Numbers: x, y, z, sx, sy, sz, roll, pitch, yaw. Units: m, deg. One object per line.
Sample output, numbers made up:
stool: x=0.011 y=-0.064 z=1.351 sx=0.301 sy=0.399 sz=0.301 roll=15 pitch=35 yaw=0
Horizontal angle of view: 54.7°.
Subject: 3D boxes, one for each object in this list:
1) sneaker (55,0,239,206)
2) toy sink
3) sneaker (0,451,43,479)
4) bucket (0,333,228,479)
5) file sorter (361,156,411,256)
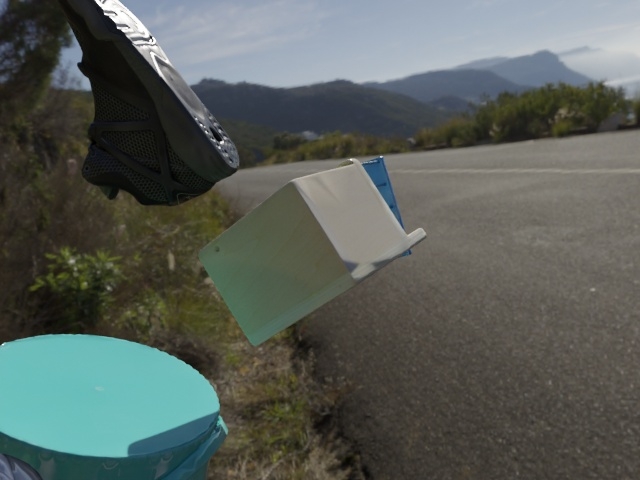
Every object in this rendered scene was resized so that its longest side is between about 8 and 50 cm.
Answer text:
sneaker: x=-0.189 y=-0.125 z=0.565 sx=0.130 sy=0.227 sz=0.087 roll=-33 pitch=12 yaw=13
toy sink: x=0.000 y=0.000 z=0.725 sx=0.153 sy=0.131 sz=0.234 roll=-34 pitch=-5 yaw=31
sneaker: x=-0.125 y=0.224 z=0.318 sx=0.281 sy=0.105 sz=0.115 roll=38 pitch=5 yaw=38
bucket: x=-0.235 y=0.226 z=0.616 sx=0.281 sy=0.183 sz=0.281 roll=15 pitch=11 yaw=-3
file sorter: x=0.055 y=-0.037 z=1.020 sx=0.118 sy=0.170 sz=0.104 roll=-16 pitch=1 yaw=33
